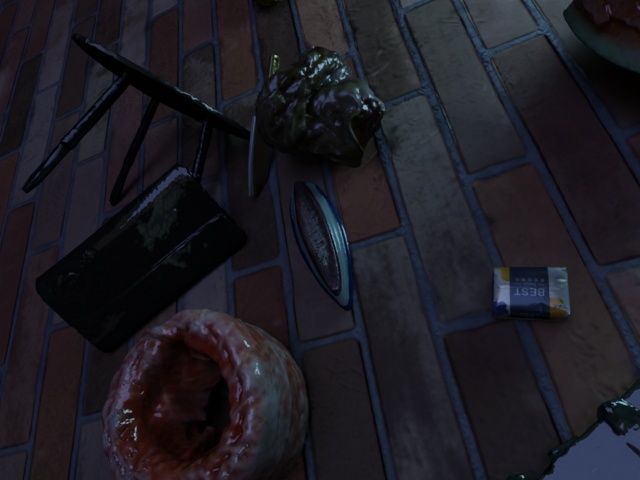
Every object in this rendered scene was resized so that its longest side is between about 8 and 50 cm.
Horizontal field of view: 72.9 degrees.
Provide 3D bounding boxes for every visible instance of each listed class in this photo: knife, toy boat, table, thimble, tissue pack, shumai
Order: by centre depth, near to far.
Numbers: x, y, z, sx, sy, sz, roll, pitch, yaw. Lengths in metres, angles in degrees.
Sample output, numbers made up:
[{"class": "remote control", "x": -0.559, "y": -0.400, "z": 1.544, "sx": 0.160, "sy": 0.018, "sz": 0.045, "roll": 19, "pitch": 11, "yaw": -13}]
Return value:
[{"class": "tissue pack", "x": 0.250, "y": 0.063, "z": 0.521, "sx": 0.083, "sy": 0.042, "sz": 0.062, "roll": 0, "pitch": 64, "yaw": 23}, {"class": "thimble", "x": -0.140, "y": 0.211, "z": 0.552, "sx": 0.239, "sy": 0.162, "sz": 0.239, "roll": -9, "pitch": 66, "yaw": 21}, {"class": "toy boat", "x": 0.000, "y": 0.000, "z": 0.661, "sx": 0.080, "sy": 0.046, "sz": 0.229, "roll": -24, "pitch": 57, "yaw": 8}, {"class": "shumai", "x": 0.004, "y": -0.194, "z": 0.713, "sx": 0.184, "sy": 0.218, "sz": 0.185, "roll": -43, "pitch": 95, "yaw": 4}, {"class": "knife", "x": -0.104, "y": -0.204, "z": 0.764, "sx": 0.022, "sy": 0.046, "sz": 0.256, "roll": 8, "pitch": 91, "yaw": 37}, {"class": "table", "x": -0.309, "y": -0.145, "z": 0.773, "sx": 0.317, "sy": 0.317, "sz": 0.249, "roll": 28, "pitch": 92, "yaw": 31}]

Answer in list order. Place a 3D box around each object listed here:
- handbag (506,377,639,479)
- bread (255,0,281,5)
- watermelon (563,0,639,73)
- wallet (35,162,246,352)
[{"class": "handbag", "x": 0.312, "y": 0.278, "z": 0.370, "sx": 0.247, "sy": 0.079, "sz": 0.260, "roll": -42, "pitch": 56, "yaw": 0}, {"class": "bread", "x": -0.128, "y": -0.581, "z": 0.971, "sx": 0.094, "sy": 0.083, "sz": 0.157, "roll": -34, "pitch": 55, "yaw": 8}, {"class": "watermelon", "x": 0.471, "y": -0.358, "z": 0.551, "sx": 0.292, "sy": 0.319, "sz": 0.222, "roll": -20, "pitch": 16, "yaw": -29}, {"class": "wallet", "x": -0.294, "y": 0.034, "z": 0.714, "sx": 0.321, "sy": 0.170, "sz": 0.044, "roll": -38, "pitch": 12, "yaw": 4}]
